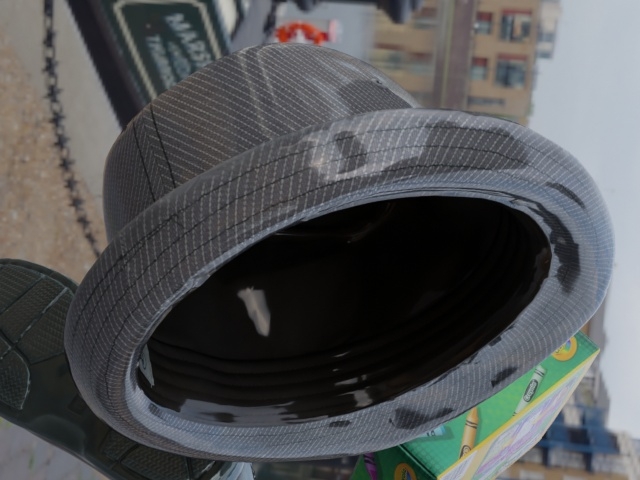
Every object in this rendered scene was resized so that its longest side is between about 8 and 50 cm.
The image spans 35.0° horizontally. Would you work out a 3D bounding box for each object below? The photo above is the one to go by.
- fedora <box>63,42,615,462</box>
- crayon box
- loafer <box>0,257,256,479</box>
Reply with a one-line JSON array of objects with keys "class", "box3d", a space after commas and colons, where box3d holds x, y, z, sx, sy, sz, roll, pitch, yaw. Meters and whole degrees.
[{"class": "fedora", "box3d": [0.000, 0.000, 0.490, 0.275, 0.244, 0.124, 15, 42, -46]}, {"class": "crayon box", "box3d": [0.152, 0.194, 1.038, 0.278, 0.081, 0.165, -27, 149, -38]}, {"class": "loafer", "box3d": [-0.146, 0.102, 0.650, 0.096, 0.267, 0.084, -46, 142, -21]}]
